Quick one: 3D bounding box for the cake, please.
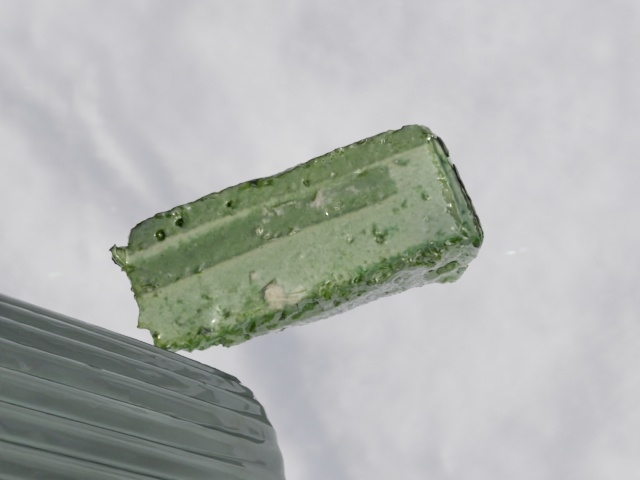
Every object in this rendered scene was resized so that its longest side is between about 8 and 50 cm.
[{"bbox_3d":[-0.016,0.009,1.291,0.235,0.099,0.100,-20,75,-5],"label":"cake"}]

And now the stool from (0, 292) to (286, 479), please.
[{"bbox_3d":[-0.219,0.158,1.037,0.297,0.330,0.297,-33,49,47],"label":"stool"}]
